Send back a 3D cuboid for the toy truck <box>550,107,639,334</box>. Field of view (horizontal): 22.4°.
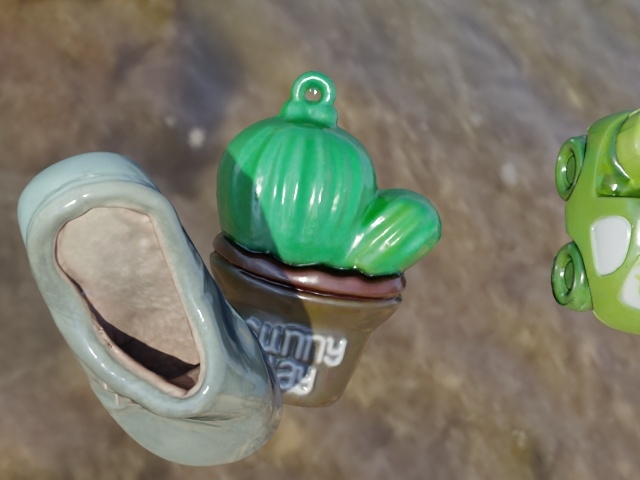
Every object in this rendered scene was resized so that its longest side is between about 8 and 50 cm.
[{"bbox_3d":[0.286,-0.033,1.318,0.148,0.210,0.187,4,62,-14],"label":"toy truck"}]

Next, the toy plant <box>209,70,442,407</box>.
[{"bbox_3d":[0.000,0.000,0.988,0.143,0.200,0.105,13,7,2],"label":"toy plant"}]

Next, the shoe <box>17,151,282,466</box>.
[{"bbox_3d":[-0.070,0.050,0.697,0.078,0.079,0.195,-106,175,-49],"label":"shoe"}]
